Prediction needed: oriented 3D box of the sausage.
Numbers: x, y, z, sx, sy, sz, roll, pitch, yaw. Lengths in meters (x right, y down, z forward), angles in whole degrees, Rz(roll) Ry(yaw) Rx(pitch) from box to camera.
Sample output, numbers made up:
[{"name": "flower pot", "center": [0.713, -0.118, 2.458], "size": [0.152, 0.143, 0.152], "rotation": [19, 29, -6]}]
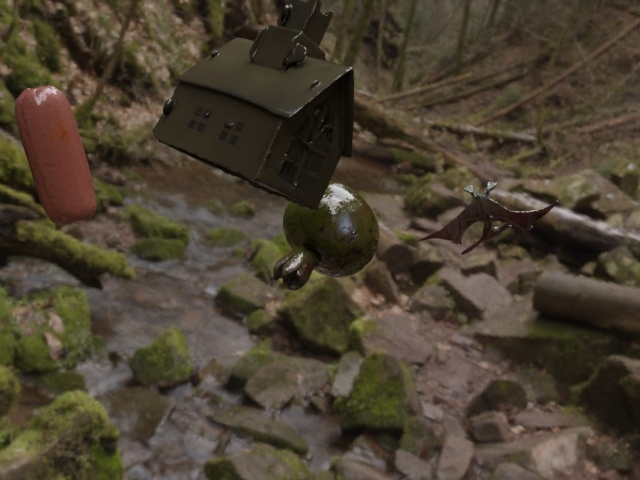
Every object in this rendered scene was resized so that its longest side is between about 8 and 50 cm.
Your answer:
[{"name": "sausage", "center": [-0.292, -0.094, 0.867], "size": [0.062, 0.154, 0.062], "rotation": [-13, 11, 3]}]

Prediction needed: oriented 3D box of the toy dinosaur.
[{"name": "toy dinosaur", "center": [0.249, -0.035, 1.191], "size": [0.220, 0.108, 0.032], "rotation": [-12, 36, 20]}]

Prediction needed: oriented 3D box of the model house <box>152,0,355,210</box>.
[{"name": "model house", "center": [-0.043, -0.184, 1.009], "size": [0.211, 0.243, 0.204], "rotation": [24, 0, 36]}]

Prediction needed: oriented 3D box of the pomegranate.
[{"name": "pomegranate", "center": [-0.003, -0.014, 1.405], "size": [0.210, 0.179, 0.179], "rotation": [-16, 32, -18]}]
